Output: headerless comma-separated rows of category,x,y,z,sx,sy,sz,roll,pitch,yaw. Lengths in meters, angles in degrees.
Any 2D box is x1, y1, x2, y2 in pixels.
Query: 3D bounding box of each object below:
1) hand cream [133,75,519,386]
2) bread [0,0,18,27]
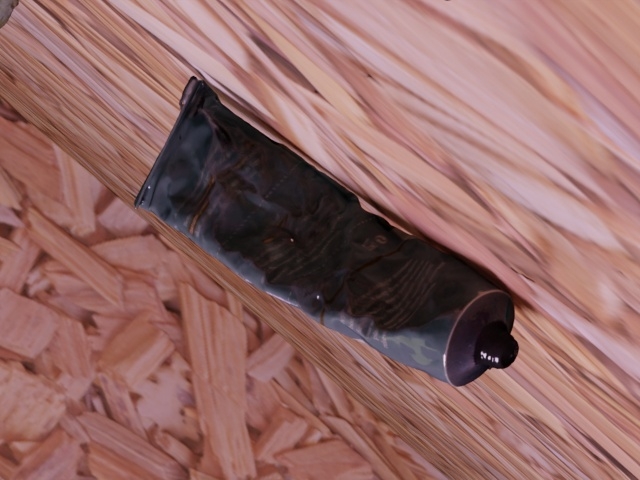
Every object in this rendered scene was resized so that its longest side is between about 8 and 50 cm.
hand cream,0.000,-0.001,0.883,0.248,0.075,0.052,33,166,32
bread,-0.274,-0.191,1.165,0.094,0.083,0.157,51,178,17
